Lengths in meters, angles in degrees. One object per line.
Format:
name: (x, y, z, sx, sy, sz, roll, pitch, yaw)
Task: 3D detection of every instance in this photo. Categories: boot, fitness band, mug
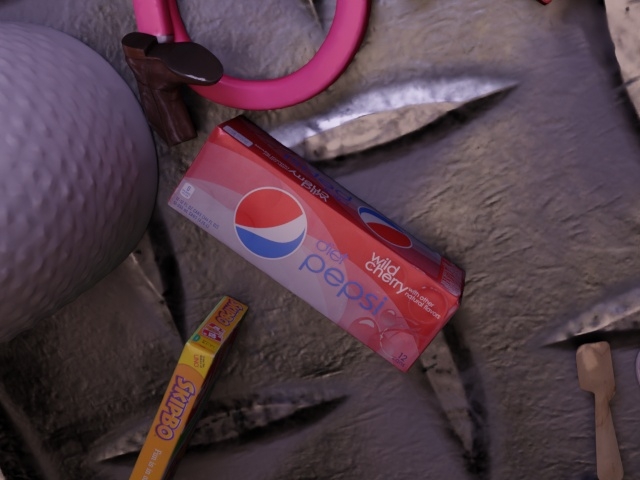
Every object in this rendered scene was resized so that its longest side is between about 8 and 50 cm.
boot: (-0.121, -0.122, 0.728, 0.106, 0.037, 0.114, 27, 147, 25)
fitness band: (-0.063, -0.256, 0.705, 0.209, 0.054, 0.290, -3, 106, 11)
mug: (-0.346, 0.003, 0.685, 0.276, 0.328, 0.374, 34, 109, 0)

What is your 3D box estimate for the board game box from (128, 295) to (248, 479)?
board game box: (-0.145, 0.187, 0.808, 0.039, 0.124, 0.259, 28, 109, 1)

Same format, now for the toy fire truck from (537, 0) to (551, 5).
toy fire truck: (0.157, -0.262, 0.666, 0.135, 0.047, 0.192, 34, 108, 1)

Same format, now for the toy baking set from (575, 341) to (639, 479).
toy baking set: (0.340, 0.192, 0.774, 0.256, 0.030, 0.196, 20, 105, 4)

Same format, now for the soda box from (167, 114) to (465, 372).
soda box: (0.000, 0.000, 0.750, 0.263, 0.083, 0.092, 35, 108, 0)
